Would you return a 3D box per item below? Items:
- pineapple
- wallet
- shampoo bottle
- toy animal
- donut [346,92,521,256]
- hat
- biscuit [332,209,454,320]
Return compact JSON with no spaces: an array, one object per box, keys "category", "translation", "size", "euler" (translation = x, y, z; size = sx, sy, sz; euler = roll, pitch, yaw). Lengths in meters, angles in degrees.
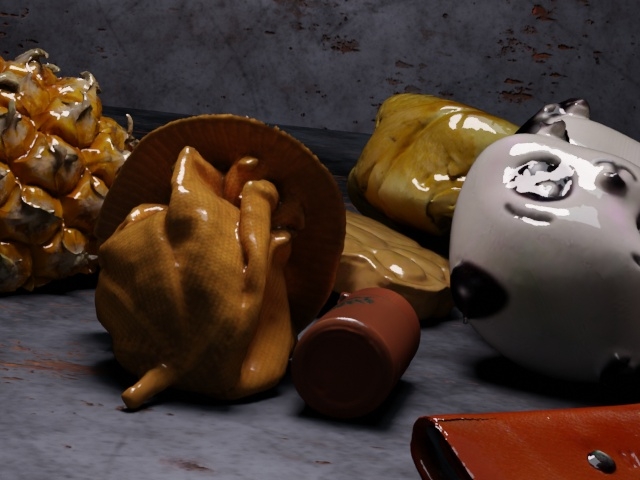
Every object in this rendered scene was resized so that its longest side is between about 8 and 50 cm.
[{"category":"pineapple","translation":[-0.263,-0.116,1.715],"size":[0.286,0.209,0.344],"euler":[-3,35,-30]},{"category":"wallet","translation":[0.170,0.154,1.022],"size":[0.204,0.045,0.142],"euler":[0,38,-31]},{"category":"shampoo bottle","translation":[0.037,0.082,1.389],"size":[0.085,0.085,0.244],"euler":[8,9,8]},{"category":"toy animal","translation":[0.238,0.014,1.551],"size":[0.250,0.251,0.310],"euler":[9,20,15]},{"category":"donut","translation":[0.196,-0.051,1.941],"size":[0.360,0.170,0.360],"euler":[22,0,0]},{"category":"hat","translation":[-0.119,0.058,1.336],"size":[0.244,0.233,0.233],"euler":[-2,33,21]},{"category":"biscuit","translation":[0.000,0.000,1.763],"size":[0.312,0.057,0.351],"euler":[19,10,2]}]
